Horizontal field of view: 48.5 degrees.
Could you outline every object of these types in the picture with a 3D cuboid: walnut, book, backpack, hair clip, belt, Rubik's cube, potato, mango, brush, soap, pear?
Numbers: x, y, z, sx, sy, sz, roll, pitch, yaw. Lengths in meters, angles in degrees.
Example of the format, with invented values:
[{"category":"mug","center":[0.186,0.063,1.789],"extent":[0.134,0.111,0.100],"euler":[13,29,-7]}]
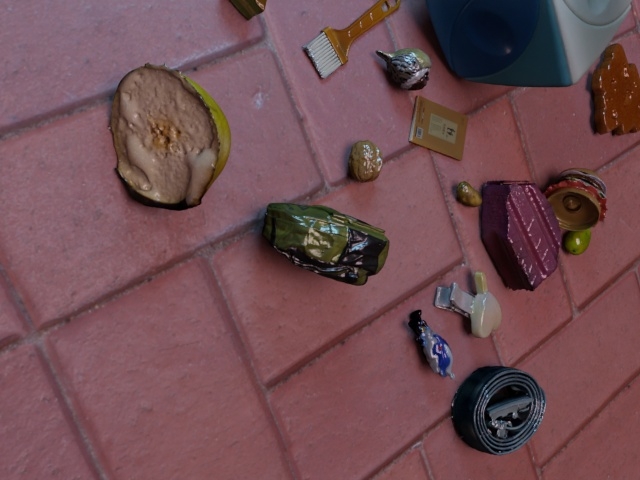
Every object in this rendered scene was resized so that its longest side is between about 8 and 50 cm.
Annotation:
[{"category":"walnut","center":[0.102,-0.178,1.590],"extent":[0.079,0.082,0.096],"euler":[14,80,-61]},{"category":"book","center":[0.294,-0.276,1.753],"extent":[0.172,0.012,0.118],"euler":[15,81,-32]},{"category":"backpack","center":[0.000,0.000,1.454],"extent":[0.253,0.207,0.140],"euler":[16,94,-26]},{"category":"hair clip","center":[0.386,0.158,1.785],"extent":[0.218,0.071,0.159],"euler":[28,72,-35]},{"category":"belt","center":[0.462,0.422,1.799],"extent":[0.267,0.116,0.207],"euler":[-22,97,-29]},{"category":"Rubik's cube","center":[0.475,-0.586,1.629],"extent":[0.347,0.352,0.351],"euler":[-52,132,-19]},{"category":"potato","center":[0.370,-0.113,1.784],"extent":[0.092,0.046,0.045],"euler":[33,37,-39]},{"category":"mango","center":[0.733,-0.003,2.015],"extent":[0.108,0.056,0.073],"euler":[-42,117,-29]},{"category":"brush","center":[0.085,-0.483,1.616],"extent":[0.314,0.017,0.090],"euler":[-44,115,-26]},{"category":"soap","center":[0.513,-0.032,1.837],"extent":[0.182,0.112,0.289],"euler":[-40,110,-28]},{"category":"pear","center":[-0.244,-0.197,1.311],"extent":[0.178,0.266,0.267],"euler":[-27,106,-55]}]

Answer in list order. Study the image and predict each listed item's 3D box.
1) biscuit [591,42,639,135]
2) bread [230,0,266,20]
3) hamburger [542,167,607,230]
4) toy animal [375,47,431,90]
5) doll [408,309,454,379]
[{"category":"biscuit","center":[0.911,-0.426,2.143],"extent":[0.306,0.043,0.284],"euler":[20,78,-34]},{"category":"bread","center":[-0.124,-0.532,1.443],"extent":[0.084,0.074,0.139],"euler":[43,66,-25]},{"category":"hamburger","center":[0.702,-0.119,1.938],"extent":[0.175,0.175,0.137],"euler":[52,52,-22]},{"category":"toy animal","center":[0.191,-0.395,1.642],"extent":[0.137,0.098,0.098],"euler":[3,88,-17]},{"category":"doll","center":[0.271,0.258,1.706],"extent":[0.195,0.070,0.096],"euler":[57,32,-16]}]
